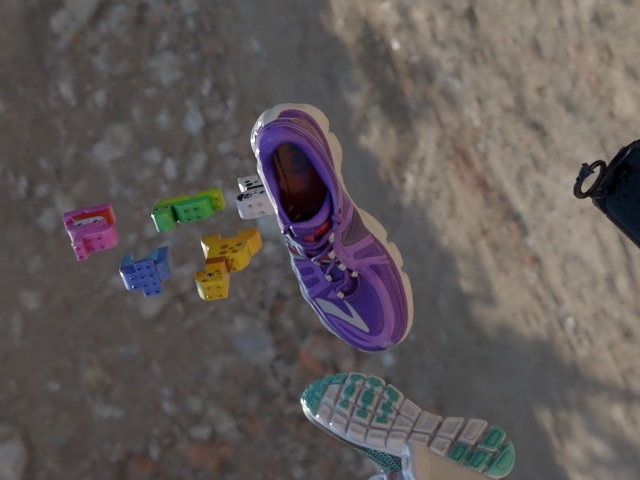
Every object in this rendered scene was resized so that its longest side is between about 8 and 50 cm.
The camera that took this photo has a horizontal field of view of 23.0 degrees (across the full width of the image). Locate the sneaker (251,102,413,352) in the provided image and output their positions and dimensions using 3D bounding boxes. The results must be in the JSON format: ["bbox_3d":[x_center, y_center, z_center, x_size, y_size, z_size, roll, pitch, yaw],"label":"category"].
[{"bbox_3d":[0.000,0.000,0.967,0.170,0.068,0.071,61,-166,-15],"label":"sneaker"}]

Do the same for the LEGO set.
[{"bbox_3d":[-0.124,0.010,1.464,0.093,0.227,0.087,-88,-16,-60],"label":"LEGO set"}]

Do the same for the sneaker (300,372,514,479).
[{"bbox_3d":[0.059,0.158,1.175,0.166,0.065,0.076,23,134,17],"label":"sneaker"}]

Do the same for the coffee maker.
[{"bbox_3d":[0.357,-0.008,1.542,0.178,0.171,0.120,50,147,29],"label":"coffee maker"}]

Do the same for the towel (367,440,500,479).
[{"bbox_3d":[0.166,0.210,0.457,0.053,0.332,0.317,-60,17,24],"label":"towel"}]
